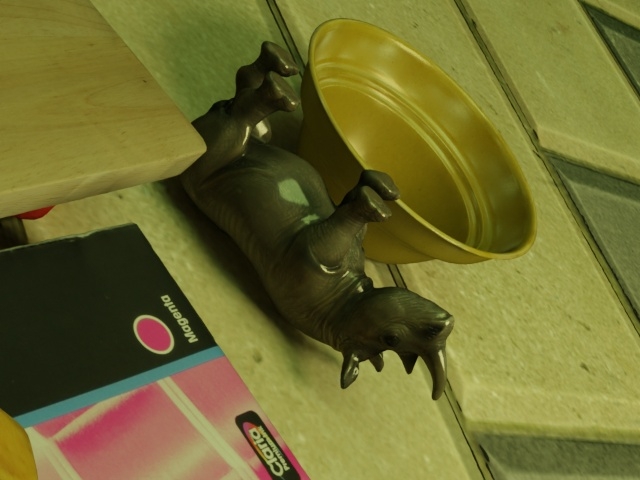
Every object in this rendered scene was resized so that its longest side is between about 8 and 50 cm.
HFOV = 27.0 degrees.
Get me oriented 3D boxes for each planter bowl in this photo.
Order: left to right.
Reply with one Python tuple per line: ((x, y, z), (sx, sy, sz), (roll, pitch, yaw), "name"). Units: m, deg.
((0.048, -0.050, 0.961), (0.217, 0.090, 0.217), (32, 34, -25), "planter bowl")

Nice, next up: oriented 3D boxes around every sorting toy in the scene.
((-0.212, -0.104, 0.666), (0.255, 0.089, 0.257), (50, 19, 5), "sorting toy")

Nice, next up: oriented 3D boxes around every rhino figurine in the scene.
((0.000, 0.000, 0.826), (0.243, 0.106, 0.073), (52, 22, 10), "rhino figurine")

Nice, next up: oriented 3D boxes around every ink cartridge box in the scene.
((-0.164, 0.101, 0.552), (0.175, 0.069, 0.371), (55, 33, 12), "ink cartridge box")

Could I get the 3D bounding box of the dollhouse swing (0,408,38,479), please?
((-0.222, 0.211, 0.293), (0.315, 0.305, 0.346), (67, 4, -65), "dollhouse swing")
